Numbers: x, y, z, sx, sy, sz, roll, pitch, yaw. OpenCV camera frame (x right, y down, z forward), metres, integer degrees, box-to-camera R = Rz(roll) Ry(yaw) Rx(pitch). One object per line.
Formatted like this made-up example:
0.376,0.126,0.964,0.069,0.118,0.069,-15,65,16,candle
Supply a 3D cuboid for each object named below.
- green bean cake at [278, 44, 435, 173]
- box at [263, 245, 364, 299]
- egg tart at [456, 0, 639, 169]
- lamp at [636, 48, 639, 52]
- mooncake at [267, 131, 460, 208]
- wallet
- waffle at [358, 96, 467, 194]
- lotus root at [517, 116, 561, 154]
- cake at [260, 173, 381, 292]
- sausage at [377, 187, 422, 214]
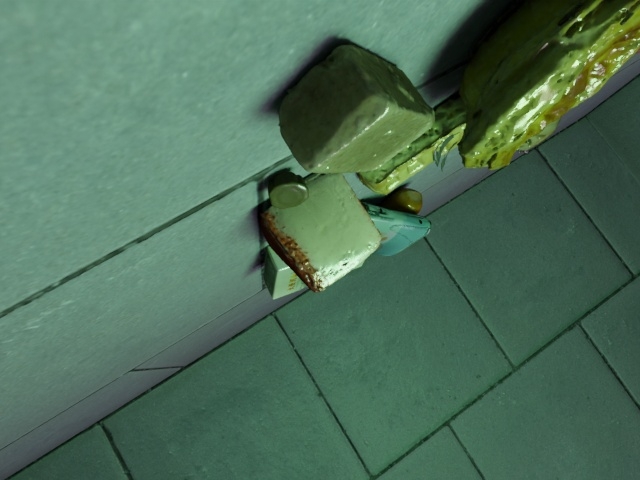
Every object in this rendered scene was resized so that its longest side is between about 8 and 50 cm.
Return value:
0.044,-0.135,0.491,0.109,0.085,0.179,-37,170,30,green bean cake
-0.004,0.040,1.081,0.257,0.069,0.164,-19,155,-20,box
0.313,-0.248,0.630,0.352,0.150,0.352,-37,169,-9,egg tart
0.693,-0.462,0.977,0.107,0.092,0.107,22,90,-79,lamp
0.087,-0.109,0.694,0.347,0.057,0.150,-8,152,-40,mooncake
0.160,-0.026,1.236,0.250,0.075,0.176,9,147,-38,wallet
0.198,-0.182,0.859,0.274,0.057,0.168,-34,171,7,waffle
0.452,-0.275,1.030,0.261,0.074,0.170,2,151,-43,lotus root
0.000,0.000,0.820,0.158,0.159,0.262,-35,173,-9,cake
0.201,-0.062,1.374,0.105,0.105,0.274,-25,165,-44,sausage
